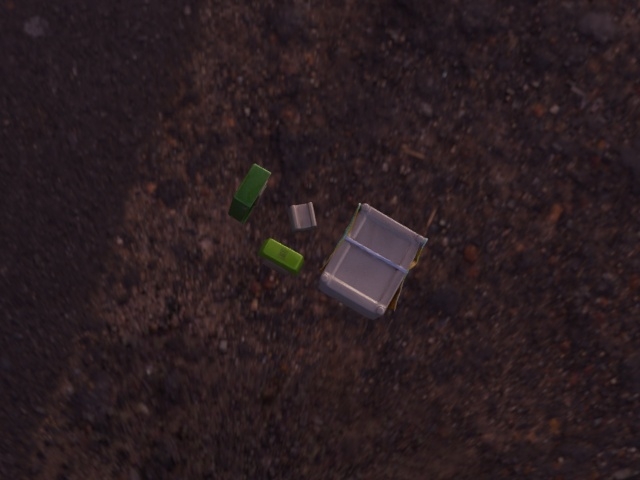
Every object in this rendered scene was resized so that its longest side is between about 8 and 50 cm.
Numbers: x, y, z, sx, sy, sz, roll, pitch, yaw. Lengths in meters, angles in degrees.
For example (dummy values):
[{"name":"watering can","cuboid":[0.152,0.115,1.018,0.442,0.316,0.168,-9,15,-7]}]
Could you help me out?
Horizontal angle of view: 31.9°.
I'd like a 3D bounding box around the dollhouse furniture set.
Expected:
[{"name":"dollhouse furniture set","cuboid":[0.000,0.000,0.881,0.151,0.058,0.076,29,78,-1]}]
